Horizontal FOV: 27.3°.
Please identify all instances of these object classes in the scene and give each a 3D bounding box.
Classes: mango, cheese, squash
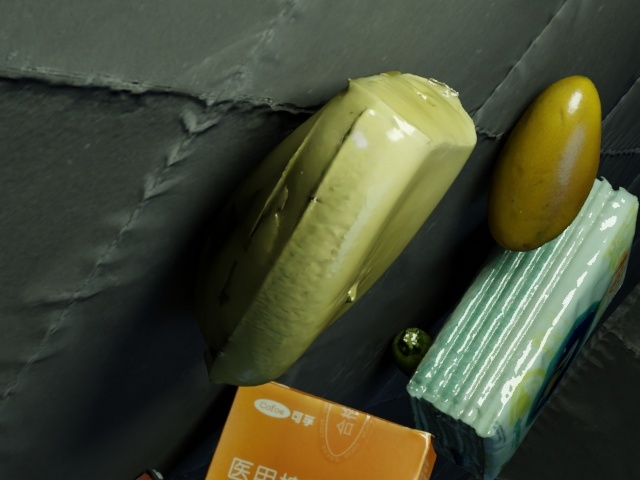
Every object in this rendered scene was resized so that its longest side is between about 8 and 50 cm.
[{"bbox_3d":[0.270,-0.093,1.556,0.138,0.113,0.253,-28,147,-35],"label":"mango"},{"bbox_3d":[0.000,0.000,1.129,0.316,0.128,0.259,-50,164,17],"label":"cheese"},{"bbox_3d":[0.146,0.169,1.897,0.069,0.069,0.258,-47,161,3],"label":"squash"}]

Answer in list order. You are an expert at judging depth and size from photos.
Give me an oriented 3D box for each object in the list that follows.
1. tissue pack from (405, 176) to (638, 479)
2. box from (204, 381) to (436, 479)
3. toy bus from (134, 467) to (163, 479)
[{"bbox_3d":[0.277,0.116,1.815,0.388,0.162,0.287,-56,162,-14],"label":"tissue pack"},{"bbox_3d":[-0.029,0.335,1.415,0.143,0.224,0.341,76,33,-72],"label":"box"},{"bbox_3d":[-0.190,0.318,1.459,0.077,0.079,0.174,-31,157,-17],"label":"toy bus"}]
